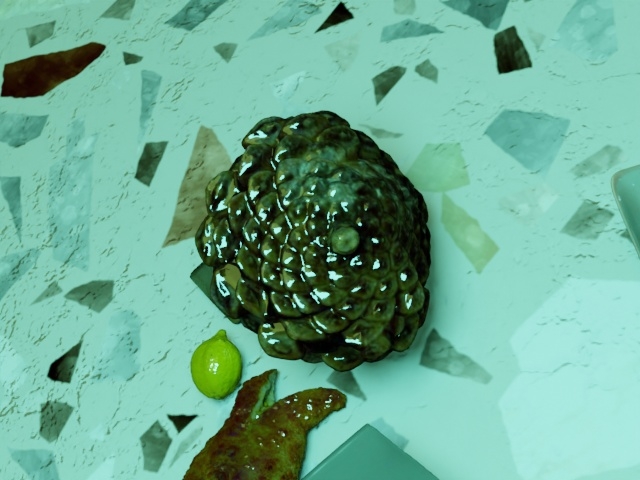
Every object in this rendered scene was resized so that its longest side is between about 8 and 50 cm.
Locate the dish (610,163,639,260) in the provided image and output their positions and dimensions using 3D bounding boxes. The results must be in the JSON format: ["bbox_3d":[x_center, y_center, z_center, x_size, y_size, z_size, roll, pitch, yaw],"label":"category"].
[{"bbox_3d":[0.416,-0.001,1.456,0.151,0.077,0.212,-22,52,12],"label":"dish"}]

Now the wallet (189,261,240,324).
[{"bbox_3d":[-0.068,0.009,1.731,0.198,0.031,0.110,-43,51,-4],"label":"wallet"}]

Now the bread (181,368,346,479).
[{"bbox_3d":[-0.081,0.258,1.540,0.139,0.095,0.268,12,62,25],"label":"bread"}]

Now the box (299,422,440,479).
[{"bbox_3d":[0.080,0.308,1.390,0.135,0.163,0.243,-42,49,-14],"label":"box"}]

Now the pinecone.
[{"bbox_3d":[-0.005,0.002,1.541,0.242,0.296,0.298,-28,90,13],"label":"pinecone"}]

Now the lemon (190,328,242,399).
[{"bbox_3d":[-0.125,0.151,1.649,0.065,0.065,0.092,-10,61,22],"label":"lemon"}]
